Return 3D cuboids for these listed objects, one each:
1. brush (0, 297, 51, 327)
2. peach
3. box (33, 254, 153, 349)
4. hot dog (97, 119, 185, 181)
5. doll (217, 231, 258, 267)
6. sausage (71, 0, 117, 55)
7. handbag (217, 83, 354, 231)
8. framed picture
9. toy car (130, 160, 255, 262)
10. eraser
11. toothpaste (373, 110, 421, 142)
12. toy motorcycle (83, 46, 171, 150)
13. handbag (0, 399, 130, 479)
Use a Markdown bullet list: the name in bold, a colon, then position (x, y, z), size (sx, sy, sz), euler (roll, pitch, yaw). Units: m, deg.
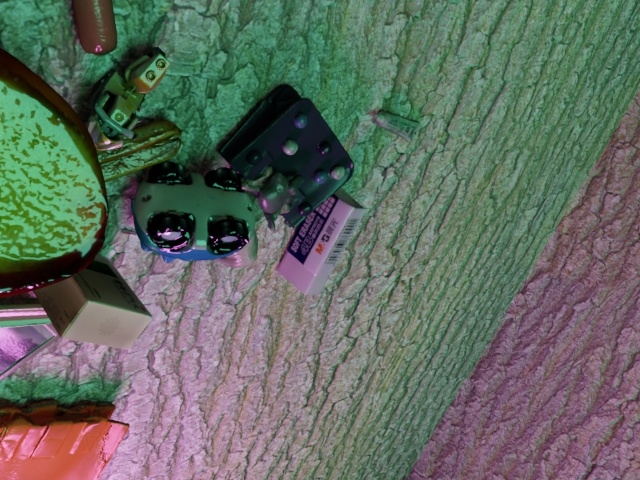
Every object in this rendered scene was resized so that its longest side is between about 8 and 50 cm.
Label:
- **brush**: position (-0.645, 0.139, 1.217), size (0.283, 0.048, 0.054), euler (-1, 122, -38)
- **peach**: position (-0.508, -0.103, 0.911), size (0.406, 0.310, 0.335), euler (42, 78, -41)
- **box**: position (-0.459, 0.108, 1.264), size (0.095, 0.212, 0.168), euler (-52, 145, 5)
- **hot dog**: position (-0.365, -0.172, 1.222), size (0.236, 0.062, 0.092), euler (-23, 139, -27)
- **doll**: position (-0.208, -0.005, 1.528), size (0.149, 0.095, 0.192), euler (-35, 146, -13)
- **sausage**: position (-0.364, -0.374, 1.023), size (0.062, 0.062, 0.154), euler (-25, 140, -29)
- **handbag**: position (-0.077, -0.171, 1.492), size (0.269, 0.118, 0.326), euler (-46, 143, -1)
- **framed picture**: position (-0.677, 0.182, 1.276), size (0.213, 0.016, 0.289), euler (-37, 144, -15)
- **toy car**: position (-0.269, -0.042, 1.338), size (0.255, 0.188, 0.190), euler (2, 148, -23)
- **eraser**: position (0.000, 0.000, 1.726), size (0.086, 0.130, 0.287), euler (2, 121, -52)
- **toothpaste**: position (0.206, -0.310, 1.721), size (0.218, 0.041, 0.064), euler (6, 114, -54)
- **toy motorcycle**: position (-0.343, -0.239, 1.119), size (0.229, 0.130, 0.094), euler (-48, 126, 1)
- **handbag**: position (-0.694, 0.512, 1.506), size (0.410, 0.116, 0.303), euler (20, 105, -54)
